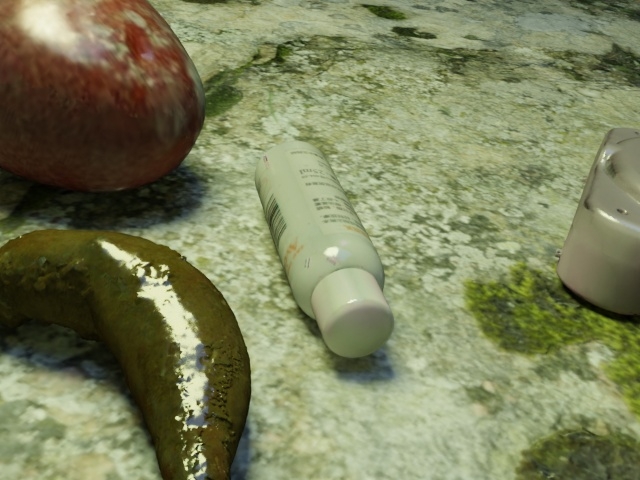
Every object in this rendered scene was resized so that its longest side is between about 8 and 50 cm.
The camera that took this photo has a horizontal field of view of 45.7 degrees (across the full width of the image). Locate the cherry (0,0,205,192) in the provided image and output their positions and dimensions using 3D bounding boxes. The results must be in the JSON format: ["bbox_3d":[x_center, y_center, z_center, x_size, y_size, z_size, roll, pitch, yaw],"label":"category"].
[{"bbox_3d":[-0.248,-0.161,0.753,0.285,0.213,0.236,33,57,4],"label":"cherry"}]

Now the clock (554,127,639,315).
[{"bbox_3d":[0.421,0.000,0.765,0.322,0.113,0.295,21,32,16],"label":"clock"}]

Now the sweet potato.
[{"bbox_3d":[-0.131,0.058,0.525,0.310,0.098,0.124,33,59,32],"label":"sweet potato"}]

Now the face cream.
[{"bbox_3d":[0.000,0.000,0.674,0.082,0.082,0.269,0,31,-15],"label":"face cream"}]
